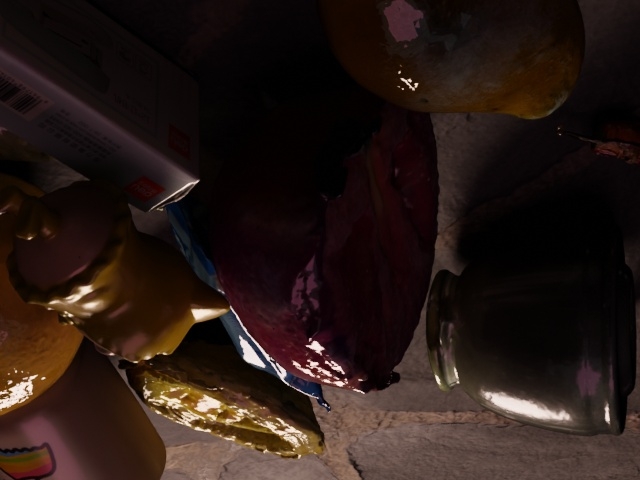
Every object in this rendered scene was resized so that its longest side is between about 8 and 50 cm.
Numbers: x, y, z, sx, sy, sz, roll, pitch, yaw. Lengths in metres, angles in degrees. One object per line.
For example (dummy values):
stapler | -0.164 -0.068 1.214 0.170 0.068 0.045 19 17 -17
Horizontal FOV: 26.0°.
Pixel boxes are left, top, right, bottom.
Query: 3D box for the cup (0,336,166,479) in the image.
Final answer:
cup | -0.340 0.225 1.669 0.252 0.191 0.200 -8 126 25

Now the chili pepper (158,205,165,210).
chili pepper | -0.189 -0.058 1.473 0.022 0.027 0.083 -21 139 12

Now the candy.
candy | -0.085 0.062 1.526 0.077 0.187 0.331 -33 138 -5

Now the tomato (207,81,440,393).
tomato | -0.005 0.003 1.352 0.176 0.335 0.290 2 127 22

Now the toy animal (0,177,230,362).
toy animal | -0.204 0.022 1.281 0.156 0.156 0.230 -26 141 23

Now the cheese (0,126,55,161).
cheese | -0.312 -0.106 1.381 0.194 0.043 0.065 1 140 -11

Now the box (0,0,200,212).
box | -0.224 -0.146 1.274 0.079 0.135 0.269 -28 136 30

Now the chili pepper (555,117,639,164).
chili pepper | 0.366 -0.102 1.482 0.267 0.051 0.059 6 160 -18

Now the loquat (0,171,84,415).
loquat | -0.360 0.053 1.403 0.263 0.263 0.263 -4 142 -3

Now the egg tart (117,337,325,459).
egg tart | -0.113 0.184 1.697 0.278 0.095 0.279 19 161 7

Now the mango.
mango | 0.131 -0.194 1.254 0.316 0.146 0.193 23 122 -38

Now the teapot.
teapot | 0.250 0.092 1.629 0.239 0.321 0.240 0 103 16
